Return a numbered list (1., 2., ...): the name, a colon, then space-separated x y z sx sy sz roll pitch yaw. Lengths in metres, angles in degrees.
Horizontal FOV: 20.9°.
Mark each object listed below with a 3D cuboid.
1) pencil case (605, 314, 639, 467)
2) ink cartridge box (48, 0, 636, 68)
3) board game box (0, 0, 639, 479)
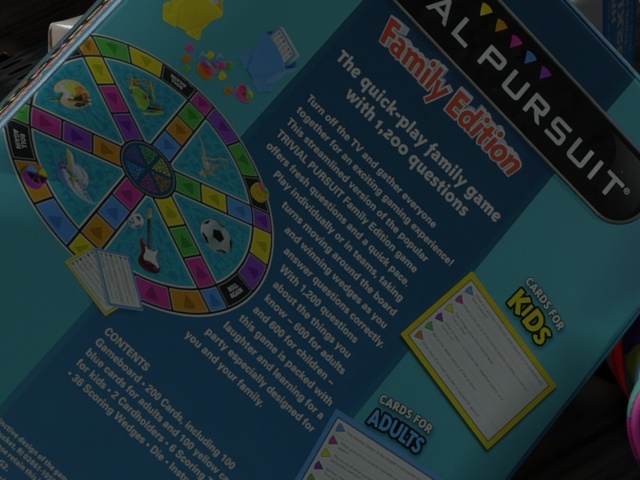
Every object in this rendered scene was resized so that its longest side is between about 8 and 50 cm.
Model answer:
1. pencil case: 0.173 0.039 0.809 0.104 0.104 0.236 -22 18 6
2. ink cartridge box: 0.024 -0.080 0.976 0.223 0.129 0.307 10 22 25
3. board game box: -0.021 0.014 0.713 0.336 0.254 0.079 -49 15 -15
